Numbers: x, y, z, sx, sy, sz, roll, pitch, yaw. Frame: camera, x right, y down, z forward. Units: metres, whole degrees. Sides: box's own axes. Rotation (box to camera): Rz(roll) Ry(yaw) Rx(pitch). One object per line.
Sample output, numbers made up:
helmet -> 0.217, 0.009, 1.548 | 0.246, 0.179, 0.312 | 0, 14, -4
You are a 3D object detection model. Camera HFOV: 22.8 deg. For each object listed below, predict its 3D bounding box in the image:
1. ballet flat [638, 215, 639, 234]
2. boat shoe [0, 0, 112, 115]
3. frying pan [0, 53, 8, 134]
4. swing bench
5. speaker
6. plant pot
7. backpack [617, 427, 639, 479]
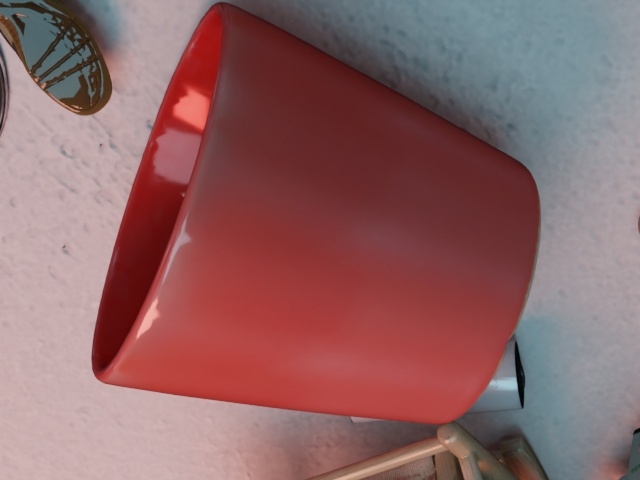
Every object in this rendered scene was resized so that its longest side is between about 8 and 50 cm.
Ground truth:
ballet flat -> 0.335, 0.000, 1.128 | 0.213, 0.068, 0.072 | 4, 118, 7
boat shoe -> -0.203, -0.157, 1.140 | 0.056, 0.049, 0.152 | -35, 104, 4
frying pan -> -0.353, -0.171, 1.159 | 0.197, 0.053, 0.326 | -13, 118, 15
swing bench -> 0.049, 0.256, 1.233 | 0.253, 0.254, 0.165 | -20, 76, 17
speaker -> 0.090, 0.110, 1.233 | 0.136, 0.055, 0.055 | -6, 117, 12
plant pot -> 0.000, 0.000, 1.085 | 0.243, 0.275, 0.275 | 17, 119, -14
backpack -> 0.308, 0.256, 1.163 | 0.225, 0.253, 0.191 | 43, 115, -15
